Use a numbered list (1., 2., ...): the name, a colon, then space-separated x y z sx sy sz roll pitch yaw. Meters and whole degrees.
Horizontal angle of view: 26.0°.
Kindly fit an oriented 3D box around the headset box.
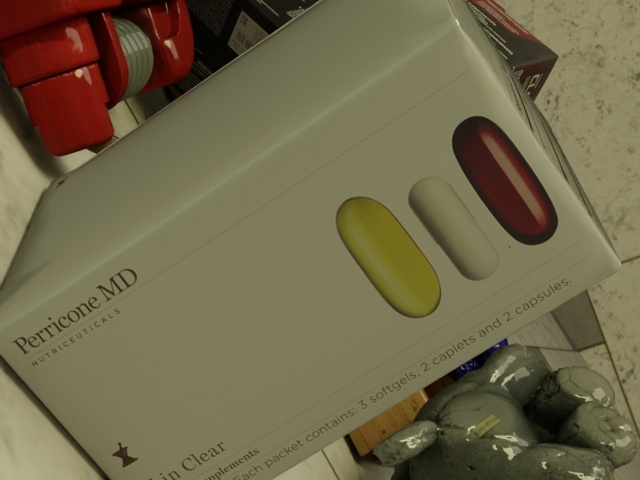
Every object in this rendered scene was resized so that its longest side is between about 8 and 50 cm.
1. headset box: 0.033 -0.155 1.116 0.218 0.110 0.293 44 37 23

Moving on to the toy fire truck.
1. toy fire truck: -0.123 -0.111 0.882 0.217 0.158 0.246 -50 124 -74

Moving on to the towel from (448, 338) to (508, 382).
1. towel: 0.106 0.000 1.260 0.228 0.076 0.308 54 12 -8

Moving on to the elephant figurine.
1. elephant figurine: 0.131 0.211 1.021 0.186 0.239 0.169 21 38 11

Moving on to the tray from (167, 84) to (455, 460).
1. tray: 0.000 0.000 1.198 0.411 0.076 0.203 62 13 21

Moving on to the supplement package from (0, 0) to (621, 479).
1. supplement package: -0.011 -0.011 0.715 0.145 0.261 0.204 52 13 -19
